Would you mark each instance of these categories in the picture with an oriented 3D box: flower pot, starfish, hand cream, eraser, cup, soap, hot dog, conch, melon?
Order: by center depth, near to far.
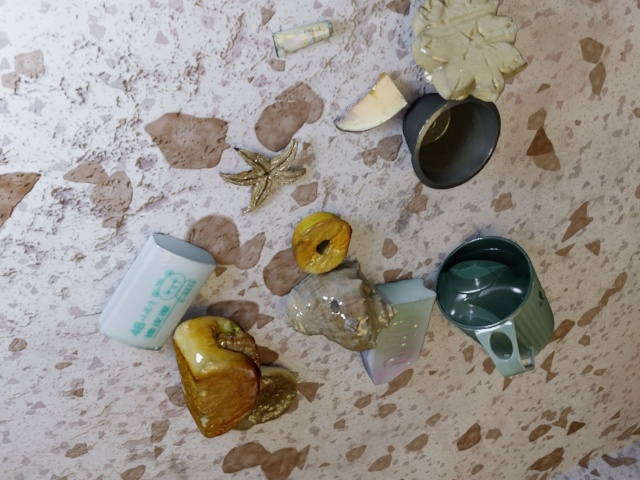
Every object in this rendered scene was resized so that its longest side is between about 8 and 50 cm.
[{"bbox_3d":[-0.039,-0.465,1.580,0.143,0.039,0.061,-21,133,-8],"label":"hand cream"},{"bbox_3d":[-0.143,-0.165,1.734,0.227,0.043,0.240,15,118,-34],"label":"starfish"},{"bbox_3d":[0.126,-0.329,1.760,0.182,0.054,0.098,-45,126,6],"label":"melon"},{"bbox_3d":[-0.416,0.135,1.763,0.189,0.104,0.290,24,108,-35],"label":"eraser"},{"bbox_3d":[0.320,-0.284,1.826,0.269,0.166,0.269,-14,126,-21],"label":"flower pot"},{"bbox_3d":[-0.272,0.365,1.936,0.223,0.185,0.405,-24,142,-25],"label":"hot dog"},{"bbox_3d":[0.067,0.188,1.992,0.324,0.263,0.186,1,165,-22],"label":"conch"},{"bbox_3d":[0.561,0.241,2.222,0.392,0.310,0.401,43,62,-46],"label":"cup"},{"bbox_3d":[0.231,0.296,2.232,0.208,0.115,0.347,-8,126,-24],"label":"soap"}]

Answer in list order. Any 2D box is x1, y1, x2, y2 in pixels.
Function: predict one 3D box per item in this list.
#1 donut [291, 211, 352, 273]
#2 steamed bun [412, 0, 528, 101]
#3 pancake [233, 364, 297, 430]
[{"bbox_3d":[-0.002,0.000,1.915,0.174,0.074,0.190,-24,135,-14],"label":"donut"},{"bbox_3d":[0.341,-0.448,1.667,0.295,0.137,0.292,17,71,-11],"label":"steamed bun"},{"bbox_3d":[-0.196,0.492,2.184,0.282,0.049,0.282,-17,131,-21],"label":"pancake"}]
